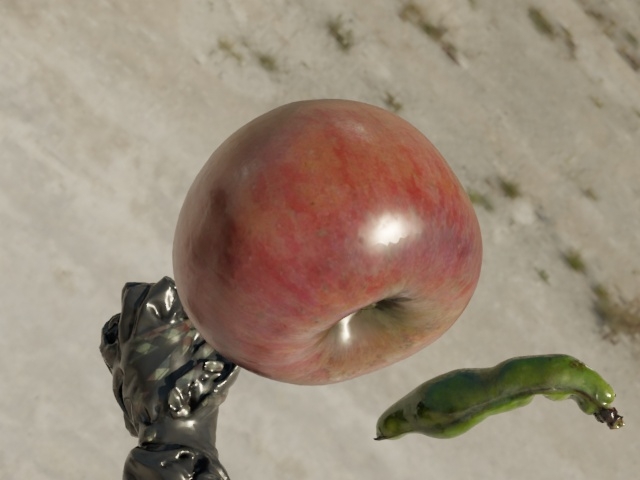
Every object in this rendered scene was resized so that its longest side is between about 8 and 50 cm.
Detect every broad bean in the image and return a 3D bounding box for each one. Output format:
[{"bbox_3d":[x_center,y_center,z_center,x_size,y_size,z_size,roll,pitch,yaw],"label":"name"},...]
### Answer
[{"bbox_3d":[0.135,0.122,0.931,0.046,0.195,0.061,22,64,-75],"label":"broad bean"}]

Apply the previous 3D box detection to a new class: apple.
[{"bbox_3d":[0.000,0.000,0.596,0.153,0.153,0.120,16,43,-46],"label":"apple"}]

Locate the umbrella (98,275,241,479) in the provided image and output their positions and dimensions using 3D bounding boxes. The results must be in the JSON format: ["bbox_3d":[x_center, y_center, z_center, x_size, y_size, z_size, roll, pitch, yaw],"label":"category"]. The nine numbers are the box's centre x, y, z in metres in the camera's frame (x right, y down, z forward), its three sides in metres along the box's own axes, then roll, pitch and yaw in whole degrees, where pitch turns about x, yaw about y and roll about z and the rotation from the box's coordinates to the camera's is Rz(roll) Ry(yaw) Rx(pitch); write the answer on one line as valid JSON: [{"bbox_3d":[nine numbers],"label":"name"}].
[{"bbox_3d":[-0.102,0.163,0.861,0.110,0.122,0.272,52,29,-61],"label":"umbrella"}]
